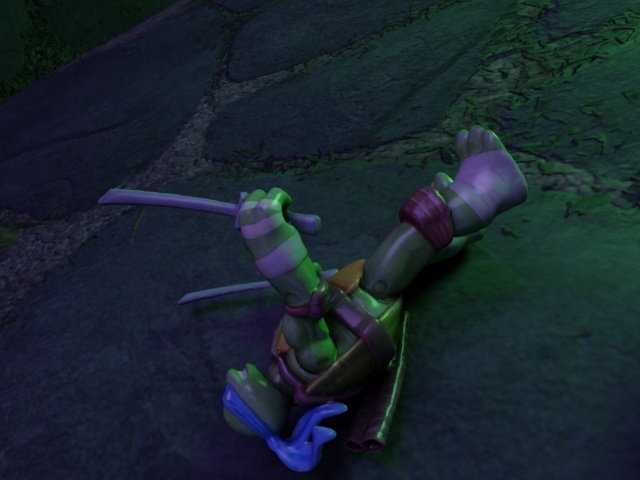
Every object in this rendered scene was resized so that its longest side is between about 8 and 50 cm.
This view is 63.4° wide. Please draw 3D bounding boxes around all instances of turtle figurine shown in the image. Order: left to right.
[{"bbox_3d":[0.000,0.000,0.410,0.266,0.197,0.275,-34,44,-14],"label":"turtle figurine"}]
